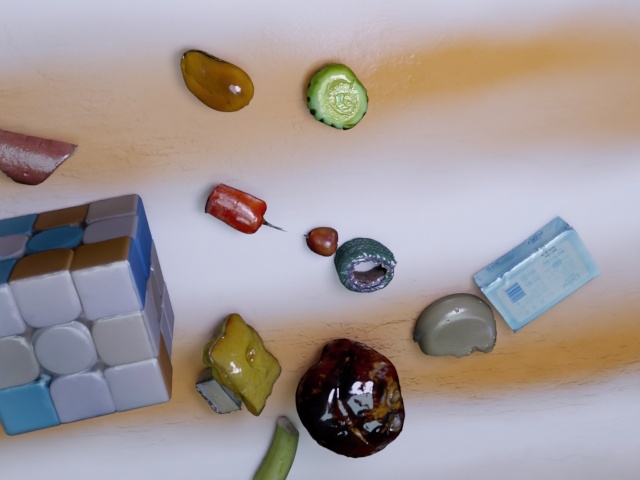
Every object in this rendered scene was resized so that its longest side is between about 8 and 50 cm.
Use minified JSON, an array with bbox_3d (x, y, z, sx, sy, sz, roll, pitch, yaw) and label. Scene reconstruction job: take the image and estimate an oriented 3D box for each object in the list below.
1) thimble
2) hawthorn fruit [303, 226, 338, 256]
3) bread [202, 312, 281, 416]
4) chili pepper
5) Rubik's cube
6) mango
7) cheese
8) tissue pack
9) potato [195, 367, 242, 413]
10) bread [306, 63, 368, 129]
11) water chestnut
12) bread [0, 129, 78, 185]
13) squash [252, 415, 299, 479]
[{"bbox_3d":[0.104,0.061,1.811,0.135,0.090,0.118,9,116,-16],"label":"thimble"},{"bbox_3d":[0.006,0.002,1.779,0.077,0.077,0.077,-4,116,-8],"label":"hawthorn fruit"},{"bbox_3d":[-0.193,0.294,1.848,0.088,0.160,0.233,-11,125,27],"label":"bread"},{"bbox_3d":[-0.161,-0.058,1.713,0.192,0.086,0.084,25,81,-10],"label":"chili pepper"},{"bbox_3d":[-0.509,0.142,1.609,0.347,0.344,0.346,-10,118,-4],"label":"Rubik's cube"},{"bbox_3d":[-0.213,-0.327,1.582,0.159,0.084,0.105,35,122,-2],"label":"mango"},{"bbox_3d":[0.330,0.217,1.923,0.203,0.091,0.175,-11,117,-2],"label":"cheese"},{"bbox_3d":[0.531,0.084,1.895,0.263,0.089,0.177,-38,116,6],"label":"tissue pack"},{"bbox_3d":[-0.246,0.367,1.904,0.086,0.061,0.122,-22,118,29],"label":"potato"},{"bbox_3d":[0.036,-0.305,1.636,0.139,0.071,0.130,30,104,-19],"label":"bread"},{"bbox_3d":[0.069,0.387,1.880,0.289,0.244,0.289,-3,107,-8],"label":"water chestnut"},{"bbox_3d":[-0.608,-0.166,1.596,0.193,0.067,0.119,10,113,-14],"label":"bread"},{"bbox_3d":[-0.116,0.585,2.030,0.083,0.083,0.250,16,109,-16],"label":"squash"}]
